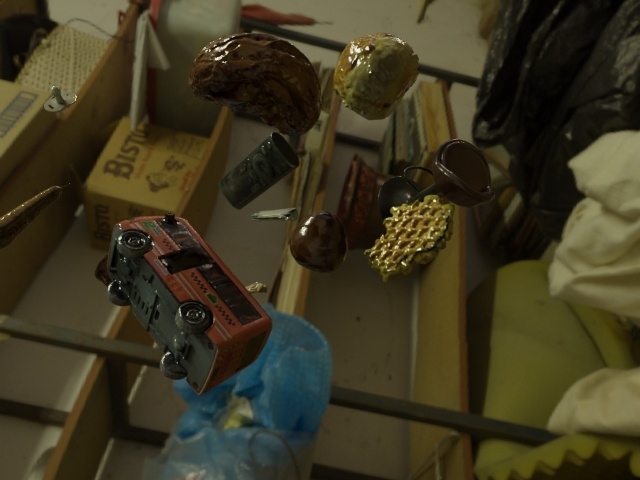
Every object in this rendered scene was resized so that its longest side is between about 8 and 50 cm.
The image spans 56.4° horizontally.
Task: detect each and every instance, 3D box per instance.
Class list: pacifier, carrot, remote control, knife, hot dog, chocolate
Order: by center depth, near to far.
[{"bbox_3d":[-0.123,-0.322,1.209,0.387,0.266,0.175,-118,48,-71],"label":"hot dog"},{"bbox_3d":[-0.178,-0.180,1.632,0.044,0.107,0.377,-46,11,-31],"label":"remote control"},{"bbox_3d":[0.000,0.000,1.671,0.177,0.176,0.177,-168,90,-86],"label":"chocolate"},{"bbox_3d":[-0.836,-0.082,1.719,0.298,0.078,0.078,-52,-14,-40],"label":"carrot"},{"bbox_3d":[-0.782,-0.426,1.778,0.099,0.081,0.078,-42,-27,-25],"label":"pacifier"},{"bbox_3d":[-0.172,-0.089,2.170,0.265,0.073,0.041,1,106,54],"label":"knife"}]

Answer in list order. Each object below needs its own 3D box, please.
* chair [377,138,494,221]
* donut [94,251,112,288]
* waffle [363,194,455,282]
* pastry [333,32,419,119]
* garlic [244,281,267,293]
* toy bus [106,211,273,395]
[{"bbox_3d":[0.374,-0.166,1.883,0.401,0.226,0.227,-31,45,60],"label":"chair"},{"bbox_3d":[-0.550,0.068,1.801,0.216,0.096,0.230,-40,-16,11],"label":"donut"},{"bbox_3d":[0.251,-0.012,1.692,0.281,0.058,0.301,-21,33,31],"label":"waffle"},{"bbox_3d":[0.151,-0.504,1.805,0.256,0.236,0.170,-54,-6,25],"label":"pastry"},{"bbox_3d":[-0.251,0.196,1.697,0.253,0.245,0.245,-41,-12,-24],"label":"garlic"},{"bbox_3d":[-0.319,0.129,1.415,0.233,0.427,0.203,-20,-33,-44],"label":"toy bus"}]
